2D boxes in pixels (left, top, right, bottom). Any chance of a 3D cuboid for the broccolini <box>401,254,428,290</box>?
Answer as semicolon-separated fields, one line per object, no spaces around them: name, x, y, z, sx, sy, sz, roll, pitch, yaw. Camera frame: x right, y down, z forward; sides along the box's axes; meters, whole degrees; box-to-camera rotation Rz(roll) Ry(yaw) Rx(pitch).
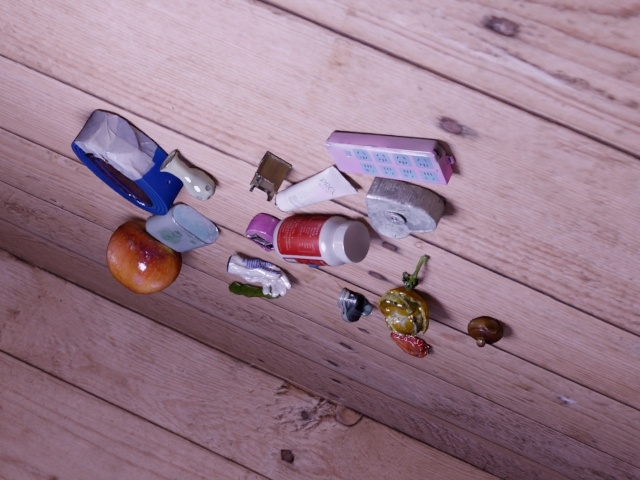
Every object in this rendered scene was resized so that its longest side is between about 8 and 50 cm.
broccolini;0.254;0.093;1.941;0.054;0.052;0.194;22;157;0

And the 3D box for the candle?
candle;0.174;-0.077;1.637;0.168;0.068;0.192;37;151;-22

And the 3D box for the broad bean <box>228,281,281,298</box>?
broad bean;-0.246;0.184;2.663;0.256;0.052;0.053;4;-170;37

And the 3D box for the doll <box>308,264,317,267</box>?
doll;-0.004;0.053;2.129;0.076;0.050;0.083;28;156;-16

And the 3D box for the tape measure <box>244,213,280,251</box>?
tape measure;-0.149;-0.018;2.087;0.125;0.074;0.118;33;155;-23

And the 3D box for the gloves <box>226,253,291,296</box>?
gloves;-0.199;0.109;2.389;0.229;0.097;0.119;28;162;7

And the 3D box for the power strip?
power strip;0.139;-0.171;1.506;0.279;0.037;0.109;11;154;32

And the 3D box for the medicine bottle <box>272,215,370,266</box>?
medicine bottle;0.000;0.000;1.900;0.250;0.131;0.131;2;148;43

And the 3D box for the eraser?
eraser;-0.449;-0.037;2.351;0.174;0.081;0.227;35;156;-24

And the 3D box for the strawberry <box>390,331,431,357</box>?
strawberry;0.301;0.350;2.452;0.152;0.048;0.104;24;154;-5

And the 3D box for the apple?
apple;-0.607;0.062;2.507;0.272;0.206;0.252;33;-165;18

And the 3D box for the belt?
belt;-0.523;-0.204;2.020;0.213;0.117;0.347;10;153;36

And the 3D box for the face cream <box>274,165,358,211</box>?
face cream;-0.017;-0.119;1.766;0.092;0.058;0.244;42;146;-24

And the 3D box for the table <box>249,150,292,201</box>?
table;-0.126;-0.152;1.763;0.070;0.082;0.083;29;157;-9

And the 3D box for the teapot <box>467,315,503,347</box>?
teapot;0.461;0.261;2.050;0.098;0.078;0.129;25;157;0

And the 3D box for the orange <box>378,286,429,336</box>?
orange;0.248;0.199;2.100;0.160;0.112;0.169;33;135;12

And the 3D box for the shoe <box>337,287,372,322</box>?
shoe;0.119;0.216;2.329;0.100;0.071;0.169;11;150;26

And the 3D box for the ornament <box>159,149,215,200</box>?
ornament;-0.352;-0.171;1.976;0.156;0.075;0.081;38;-163;-25
